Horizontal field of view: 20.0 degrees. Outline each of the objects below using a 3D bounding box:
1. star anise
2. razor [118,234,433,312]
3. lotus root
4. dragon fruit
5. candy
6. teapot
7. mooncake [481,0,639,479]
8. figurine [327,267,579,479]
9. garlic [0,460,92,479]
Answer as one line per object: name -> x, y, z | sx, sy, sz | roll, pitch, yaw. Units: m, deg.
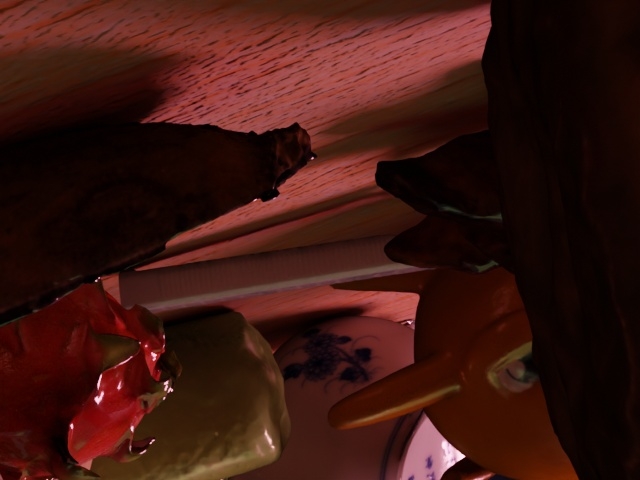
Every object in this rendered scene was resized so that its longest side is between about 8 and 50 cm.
star anise -> 0.157, -0.029, 1.060 | 0.272, 0.102, 0.272 | -14, 158, -6
razor -> 0.002, 0.011, 1.222 | 0.278, 0.056, 0.111 | -16, 171, 2
lotus root -> -0.165, -0.006, 0.870 | 0.329, 0.078, 0.167 | -20, -168, 14
dragon fruit -> -0.204, 0.084, 1.140 | 0.236, 0.135, 0.137 | 9, 166, -23
candy -> -0.195, 0.162, 1.511 | 0.343, 0.142, 0.132 | -15, -178, 3
teapot -> 0.008, 0.194, 1.729 | 0.280, 0.252, 0.424 | 9, -147, 39
mooncake -> 0.171, -0.007, 0.776 | 0.161, 0.290, 0.290 | -9, 169, -3
figurine -> 0.203, 0.138, 1.438 | 0.401, 0.268, 0.387 | -48, 129, 2
garlic -> -0.250, 0.191, 1.395 | 0.174, 0.099, 0.124 | -41, 159, -25
